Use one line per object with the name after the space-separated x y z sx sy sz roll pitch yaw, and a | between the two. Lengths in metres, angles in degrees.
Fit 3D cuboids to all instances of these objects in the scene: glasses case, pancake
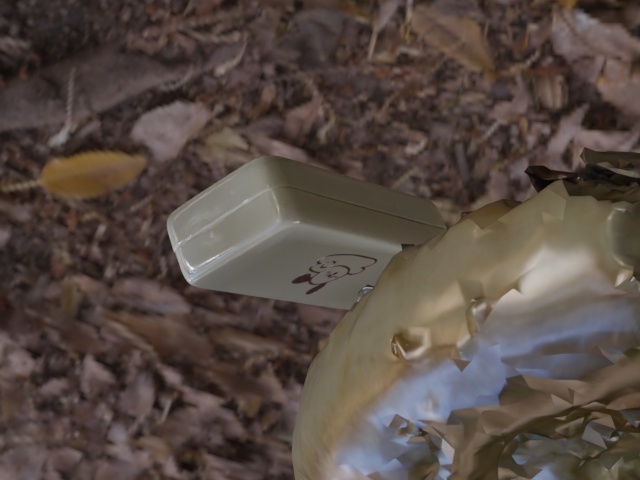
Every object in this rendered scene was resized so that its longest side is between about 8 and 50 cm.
0.000 0.000 1.334 0.131 0.070 0.313 -30 158 26 | glasses case
0.160 0.114 0.399 0.382 0.071 0.382 18 140 15 | pancake
